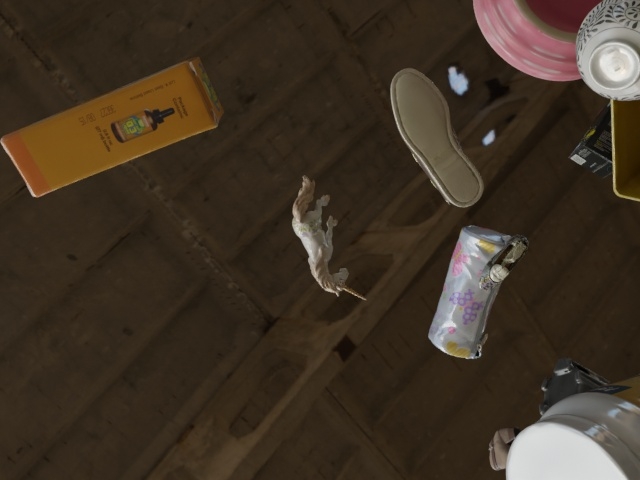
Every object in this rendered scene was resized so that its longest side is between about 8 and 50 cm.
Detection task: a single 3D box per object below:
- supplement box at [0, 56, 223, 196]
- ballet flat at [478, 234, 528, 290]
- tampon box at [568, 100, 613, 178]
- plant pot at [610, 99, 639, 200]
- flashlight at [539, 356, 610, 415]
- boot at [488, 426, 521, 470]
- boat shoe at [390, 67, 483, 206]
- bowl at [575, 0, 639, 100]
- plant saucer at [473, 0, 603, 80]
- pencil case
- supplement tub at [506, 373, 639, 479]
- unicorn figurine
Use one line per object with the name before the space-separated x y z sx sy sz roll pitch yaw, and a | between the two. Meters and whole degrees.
supplement box | -0.233 -0.132 0.691 0.234 0.080 0.078 -19 -69 7
ballet flat | 0.308 0.037 1.006 0.041 0.041 0.114 39 -91 -25
tampon box | 0.712 -0.255 1.477 0.101 0.120 0.161 34 -94 8
plant pot | 0.669 -0.189 1.061 0.187 0.212 0.212 -30 -60 -22
flashlight | 0.437 0.281 0.814 0.304 0.103 0.103 29 -79 -11
boot | 0.337 0.395 1.084 0.042 0.087 0.118 20 -134 -6
boat shoe | 0.244 -0.221 1.315 0.117 0.096 0.324 -33 -79 3
bowl | 0.450 -0.273 0.893 0.080 0.170 0.170 -41 -70 -34
plant saucer | 0.478 -0.489 1.207 0.333 0.084 0.331 2 -103 -7
pencil case | 0.311 0.106 1.239 0.114 0.124 0.272 8 -75 -21
supplement tub | 0.269 0.188 0.496 0.200 0.144 0.144 -5 -89 -31
unicorn figurine | 0.000 0.000 0.821 0.162 0.060 0.111 49 -146 -31
